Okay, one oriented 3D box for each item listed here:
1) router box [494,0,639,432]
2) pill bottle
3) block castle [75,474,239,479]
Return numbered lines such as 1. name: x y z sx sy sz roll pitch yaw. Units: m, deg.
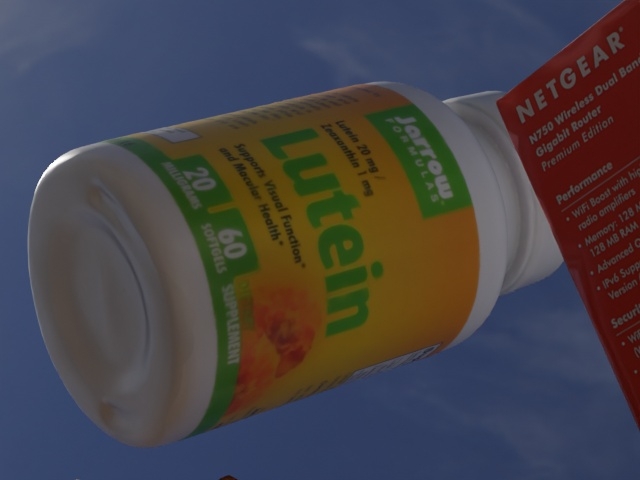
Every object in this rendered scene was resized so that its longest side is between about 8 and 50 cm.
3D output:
1. router box: 0.251 0.058 0.662 0.082 0.335 0.301 -38 -113 41
2. pill bottle: 0.000 0.000 0.856 0.136 0.246 0.136 26 -57 47
3. block castle: -0.032 0.251 0.715 0.453 0.303 0.213 23 -118 29
